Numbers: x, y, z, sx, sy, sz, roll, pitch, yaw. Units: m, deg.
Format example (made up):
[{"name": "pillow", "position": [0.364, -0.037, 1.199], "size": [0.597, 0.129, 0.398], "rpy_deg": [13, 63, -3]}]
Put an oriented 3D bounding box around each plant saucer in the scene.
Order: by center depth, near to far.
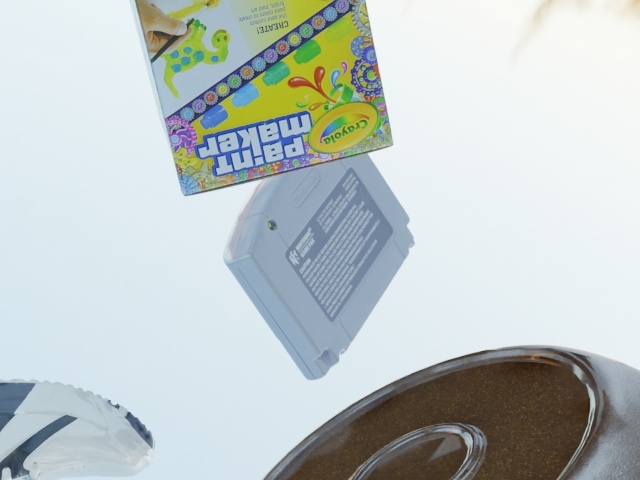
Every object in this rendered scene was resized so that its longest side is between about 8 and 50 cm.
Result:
[{"name": "plant saucer", "position": [0.060, 0.146, 0.952], "size": [0.050, 0.310, 0.310], "rpy_deg": [60, -174, -19]}]

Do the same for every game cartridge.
[{"name": "game cartridge", "position": [0.000, 0.000, 1.921], "size": [0.196, 0.060, 0.294], "rpy_deg": [60, -144, -18]}]

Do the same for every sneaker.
[{"name": "sneaker", "position": [-0.233, 0.167, 1.097], "size": [0.235, 0.153, 0.094], "rpy_deg": [13, 155, -12]}]

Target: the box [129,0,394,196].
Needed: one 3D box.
[{"name": "box", "position": [-0.075, -0.222, 1.398], "size": [0.177, 0.279, 0.290], "rpy_deg": [-14, -160, -5]}]
